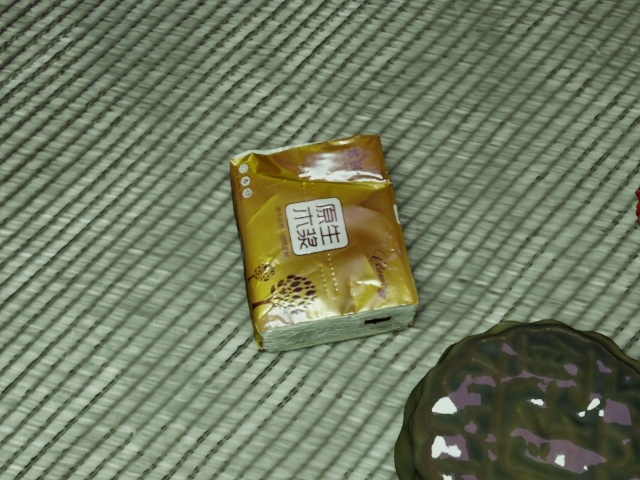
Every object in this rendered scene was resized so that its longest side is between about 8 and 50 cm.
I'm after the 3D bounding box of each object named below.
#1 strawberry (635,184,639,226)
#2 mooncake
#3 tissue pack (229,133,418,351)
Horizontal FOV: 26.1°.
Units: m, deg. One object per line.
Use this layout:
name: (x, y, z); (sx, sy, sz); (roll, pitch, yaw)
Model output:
strawberry: (0.476, -0.075, 1.564); (0.236, 0.111, 0.190); (-19, 68, -7)
mooncake: (0.220, 0.219, 1.399); (0.290, 0.161, 0.290); (1, 65, -3)
tissue pack: (0.000, 0.000, 1.553); (0.183, 0.092, 0.226); (-9, 67, -3)
